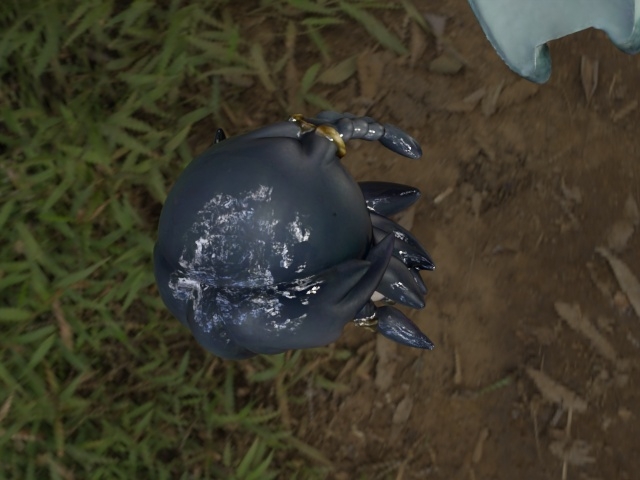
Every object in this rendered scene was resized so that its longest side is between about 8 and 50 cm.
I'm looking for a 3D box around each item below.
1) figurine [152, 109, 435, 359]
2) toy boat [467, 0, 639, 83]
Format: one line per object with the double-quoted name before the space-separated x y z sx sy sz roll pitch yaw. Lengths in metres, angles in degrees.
"figurine" -0.014 -0.001 0.964 0.175 0.265 0.197 -10 103 23
"toy boat" 0.165 -0.223 0.922 0.134 0.079 0.208 -16 108 33
